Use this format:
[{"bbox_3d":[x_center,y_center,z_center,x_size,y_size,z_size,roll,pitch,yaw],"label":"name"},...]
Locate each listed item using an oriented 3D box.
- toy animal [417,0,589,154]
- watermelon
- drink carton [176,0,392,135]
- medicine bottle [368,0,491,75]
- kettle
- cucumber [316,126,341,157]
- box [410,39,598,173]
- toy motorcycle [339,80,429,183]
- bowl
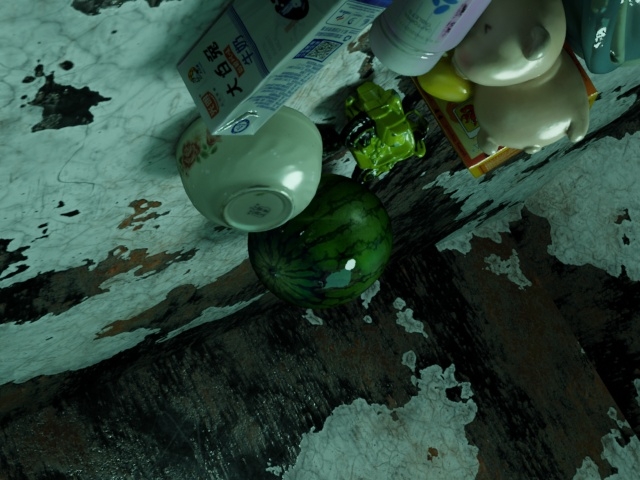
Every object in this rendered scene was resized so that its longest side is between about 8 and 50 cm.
[{"bbox_3d":[0.306,-0.321,1.299,0.278,0.344,0.247,-12,174,6],"label":"toy animal"},{"bbox_3d":[0.000,0.000,1.829,0.363,0.363,0.363,-27,167,-7],"label":"watermelon"},{"bbox_3d":[-0.063,-0.287,1.070,0.315,0.130,0.107,-36,163,34],"label":"drink carton"},{"bbox_3d":[0.178,-0.379,1.173,0.152,0.152,0.254,-21,165,-28],"label":"medicine bottle"},{"bbox_3d":[0.520,-0.447,1.317,0.247,0.319,0.342,12,174,24],"label":"kettle"},{"bbox_3d":[-0.040,-0.200,1.563,0.303,0.081,0.072,-10,128,-52],"label":"cucumber"},{"bbox_3d":[0.361,-0.310,1.530,0.284,0.259,0.214,-32,174,12],"label":"box"},{"bbox_3d":[0.141,-0.228,1.642,0.206,0.142,0.342,-45,165,-3],"label":"toy motorcycle"},{"bbox_3d":[-0.122,-0.110,1.378,0.277,0.145,0.277,-6,145,-5],"label":"bowl"}]
